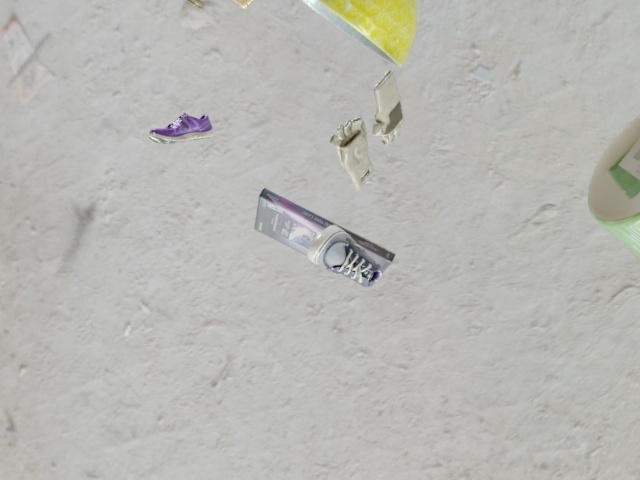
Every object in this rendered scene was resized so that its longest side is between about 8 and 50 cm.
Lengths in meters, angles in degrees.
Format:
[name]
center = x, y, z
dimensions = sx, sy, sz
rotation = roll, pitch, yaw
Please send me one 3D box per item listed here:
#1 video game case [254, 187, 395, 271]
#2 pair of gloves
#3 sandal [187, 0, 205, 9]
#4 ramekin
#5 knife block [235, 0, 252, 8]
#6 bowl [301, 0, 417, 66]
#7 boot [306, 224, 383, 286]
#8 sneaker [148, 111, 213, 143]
[video game case]
center = 0.000, 0.000, 1.417
dimensions = 0.274, 0.196, 0.026
rotation = 27, 71, 1
[pair of gloves]
center = 0.118, -0.260, 1.700
dimensions = 0.042, 0.204, 0.240
rotation = 28, 75, 29
[sandal]
center = -0.327, -0.596, 1.635
dimensions = 0.049, 0.180, 0.072
rotation = -48, 29, 9
[ramekin]
center = 0.619, -0.109, 1.268
dimensions = 0.148, 0.303, 0.303
rotation = 31, 111, -14
[knife block]
center = -0.126, -0.603, 1.440
dimensions = 0.242, 0.275, 0.088
rotation = -44, 29, 22
[bowl]
center = 0.062, -0.435, 1.203
dimensions = 0.289, 0.289, 0.156
rotation = 42, 103, 25
[boot]
center = 0.047, 0.030, 1.149
dimensions = 0.086, 0.190, 0.069
rotation = 38, 99, 17
[sneaker]
center = -0.345, -0.276, 1.766
dimensions = 0.068, 0.170, 0.071
rotation = 0, 103, 51
